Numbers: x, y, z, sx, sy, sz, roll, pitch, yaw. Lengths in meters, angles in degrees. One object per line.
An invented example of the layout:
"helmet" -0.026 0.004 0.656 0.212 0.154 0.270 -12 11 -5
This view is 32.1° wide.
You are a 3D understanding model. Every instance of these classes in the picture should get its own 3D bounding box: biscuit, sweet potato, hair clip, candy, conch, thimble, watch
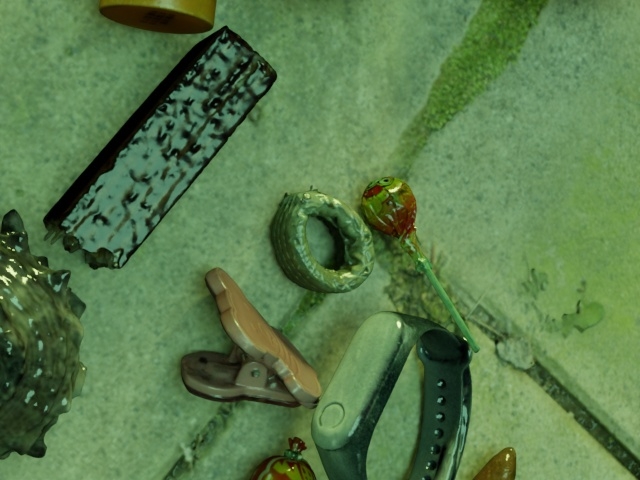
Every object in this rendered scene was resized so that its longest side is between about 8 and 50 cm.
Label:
"biscuit" -0.148 -0.078 0.996 0.070 0.106 0.252 43 75 -17
"sweet potato" 0.158 0.309 1.159 0.055 0.058 0.202 26 82 -64
"hair clip" -0.053 0.100 1.040 0.138 0.123 0.102 13 114 -17
"candy" 0.104 0.025 1.107 0.060 0.060 0.201 -29 85 -20
"conch" -0.320 0.112 0.904 0.240 0.186 0.313 54 53 -21
"thimble" 0.000 0.000 1.083 0.084 0.062 0.110 -32 103 -23
"watch" 0.080 0.171 1.087 0.193 0.068 0.206 46 60 -42

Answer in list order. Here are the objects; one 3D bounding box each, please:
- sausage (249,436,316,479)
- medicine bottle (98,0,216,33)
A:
"sausage" -0.066 0.313 1.053 0.083 0.083 0.263 24 80 -21
"medicine bottle" -0.130 -0.302 0.978 0.112 0.149 0.222 8 88 -23
